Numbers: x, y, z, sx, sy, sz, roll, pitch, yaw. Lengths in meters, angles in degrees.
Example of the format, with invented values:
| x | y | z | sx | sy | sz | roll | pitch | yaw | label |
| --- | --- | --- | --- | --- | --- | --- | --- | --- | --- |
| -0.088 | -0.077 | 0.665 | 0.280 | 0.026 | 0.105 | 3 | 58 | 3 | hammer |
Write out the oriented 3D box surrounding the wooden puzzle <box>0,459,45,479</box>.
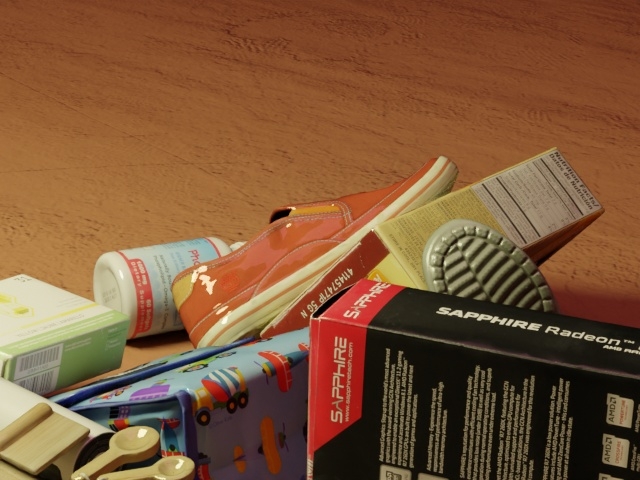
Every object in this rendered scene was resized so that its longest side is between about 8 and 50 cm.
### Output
| x | y | z | sx | sy | sz | roll | pitch | yaw | label |
| --- | --- | --- | --- | --- | --- | --- | --- | --- | --- |
| -0.238 | 0.259 | 1.236 | 0.348 | 0.080 | 0.322 | -10 | 22 | -43 | wooden puzzle |

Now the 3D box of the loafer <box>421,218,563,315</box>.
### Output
| x | y | z | sx | sy | sz | roll | pitch | yaw | label |
| --- | --- | --- | --- | --- | --- | --- | --- | --- | --- |
| 0.168 | 0.091 | 1.580 | 0.094 | 0.251 | 0.087 | -38 | 7 | -10 | loafer |

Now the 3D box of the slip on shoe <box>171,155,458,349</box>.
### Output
| x | y | z | sx | sy | sz | roll | pitch | yaw | label |
| --- | --- | --- | --- | --- | --- | --- | --- | --- | --- |
| 0.000 | 0.000 | 1.785 | 0.331 | 0.123 | 0.101 | -32 | 73 | -25 | slip on shoe |

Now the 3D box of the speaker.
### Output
| x | y | z | sx | sy | sz | roll | pitch | yaw | label |
| --- | --- | --- | --- | --- | --- | --- | --- | --- | --- |
| -0.208 | 0.146 | 1.401 | 0.136 | 0.055 | 0.055 | 20 | 26 | 38 | speaker |

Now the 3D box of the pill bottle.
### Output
| x | y | z | sx | sy | sz | roll | pitch | yaw | label |
| --- | --- | --- | --- | --- | --- | --- | --- | --- | --- |
| -0.133 | 0.043 | 1.823 | 0.160 | 0.087 | 0.087 | -9 | 23 | -27 | pill bottle |

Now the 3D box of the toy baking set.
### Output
| x | y | z | sx | sy | sz | roll | pitch | yaw | label |
| --- | --- | --- | --- | --- | --- | --- | --- | --- | --- |
| -0.193 | 0.178 | 1.247 | 0.197 | 0.030 | 0.256 | 0 | 29 | 13 | toy baking set |

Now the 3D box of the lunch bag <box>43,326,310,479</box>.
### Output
| x | y | z | sx | sy | sz | roll | pitch | yaw | label |
| --- | --- | --- | --- | --- | --- | --- | --- | --- | --- |
| -0.119 | 0.150 | 1.515 | 0.293 | 0.138 | 0.221 | -2 | 13 | 44 | lunch bag |

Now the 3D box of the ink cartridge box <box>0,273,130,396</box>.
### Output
| x | y | z | sx | sy | sz | roll | pitch | yaw | label |
| --- | --- | --- | --- | --- | --- | --- | --- | --- | --- |
| -0.305 | 0.067 | 1.584 | 0.235 | 0.056 | 0.171 | 20 | 18 | 25 | ink cartridge box |

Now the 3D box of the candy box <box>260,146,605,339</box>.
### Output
| x | y | z | sx | sy | sz | roll | pitch | yaw | label |
| --- | --- | --- | --- | --- | --- | --- | --- | --- | --- |
| 0.109 | 0.028 | 1.744 | 0.316 | 0.183 | 0.087 | -24 | 75 | -50 | candy box |

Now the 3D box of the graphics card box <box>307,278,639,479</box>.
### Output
| x | y | z | sx | sy | sz | roll | pitch | yaw | label |
| --- | --- | --- | --- | --- | --- | --- | --- | --- | --- |
| 0.175 | 0.172 | 1.280 | 0.371 | 0.233 | 0.094 | 9 | 20 | 22 | graphics card box |
